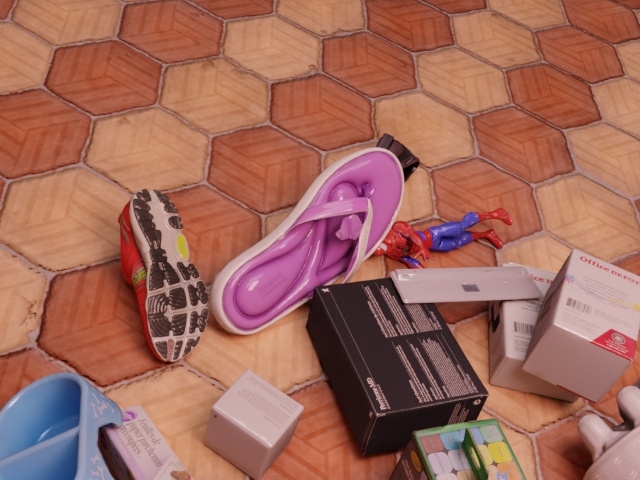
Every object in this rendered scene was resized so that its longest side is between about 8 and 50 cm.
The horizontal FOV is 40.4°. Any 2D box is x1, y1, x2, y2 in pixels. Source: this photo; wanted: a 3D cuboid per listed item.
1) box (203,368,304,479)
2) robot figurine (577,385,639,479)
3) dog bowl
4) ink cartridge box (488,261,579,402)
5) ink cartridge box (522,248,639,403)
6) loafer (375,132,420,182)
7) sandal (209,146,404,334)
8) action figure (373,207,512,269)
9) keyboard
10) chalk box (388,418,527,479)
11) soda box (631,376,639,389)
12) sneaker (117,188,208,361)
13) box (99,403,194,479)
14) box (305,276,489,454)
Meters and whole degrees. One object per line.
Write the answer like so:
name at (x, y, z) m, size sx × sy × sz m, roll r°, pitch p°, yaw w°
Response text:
box at (-0.095, 0.259, 1.220) m, size 0.101 × 0.102 × 0.087 m, roll 32°, pitch 45°, yaw 14°
robot figurine at (0.511, 0.376, 1.215) m, size 0.300 × 0.200 × 0.353 m, roll -39°, pitch 59°, yaw 5°
dog bowl at (-0.335, 0.277, 1.071) m, size 0.166 × 0.074 × 0.297 m, roll -23°, pitch 33°, yaw 2°
ink cartridge box at (0.366, 0.151, 1.464) m, size 0.153 × 0.087 × 0.208 m, roll 13°, pitch 46°, yaw -3°
ink cartridge box at (0.410, 0.130, 1.345) m, size 0.128 × 0.127 × 0.176 m, roll 25°, pitch 48°, yaw 8°
loafer at (0.113, -0.089, 1.608) m, size 0.095 × 0.109 × 0.302 m, roll 26°, pitch 45°, yaw 0°
sandal at (0.008, 0.011, 1.407) m, size 0.416 × 0.169 × 0.102 m, roll -44°, pitch 27°, yaw -19°
action figure at (0.225, 0.017, 1.545) m, size 0.280 × 0.091 × 0.139 m, roll -6°, pitch 41°, yaw -21°
keyboard at (0.241, 0.072, 1.422) m, size 0.256 × 0.014 × 0.072 m, roll -1°, pitch 46°, yaw -20°
chalk box at (0.188, 0.328, 1.158) m, size 0.132 × 0.213 × 0.132 m, roll -4°, pitch 49°, yaw -19°
soda box at (0.609, 0.330, 1.362) m, size 0.098 × 0.091 × 0.286 m, roll -17°, pitch 54°, yaw -27°
sneaker at (-0.256, 0.060, 1.365) m, size 0.107 × 0.118 × 0.279 m, roll 1°, pitch 68°, yaw -38°
box at (-0.194, 0.312, 1.073) m, size 0.063 × 0.067 × 0.324 m, roll -13°, pitch 27°, yaw -28°
box at (0.108, 0.181, 1.336) m, size 0.184 × 0.103 × 0.261 m, roll -4°, pitch 42°, yaw -22°
